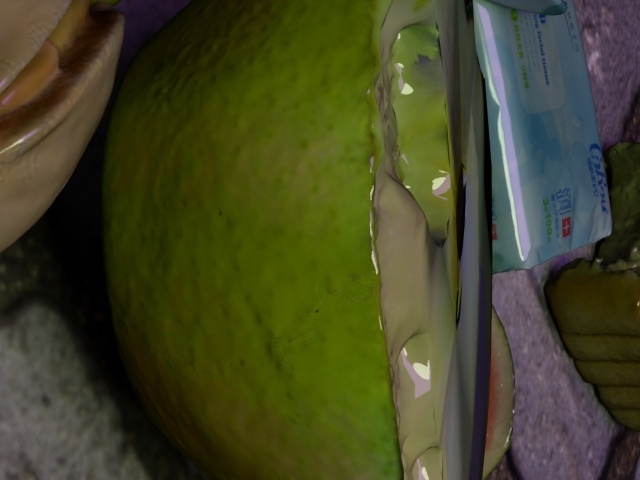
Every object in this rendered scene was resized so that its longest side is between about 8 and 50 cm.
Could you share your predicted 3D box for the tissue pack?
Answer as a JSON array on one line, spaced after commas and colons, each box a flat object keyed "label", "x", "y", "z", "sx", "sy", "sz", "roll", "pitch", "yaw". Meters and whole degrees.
[{"label": "tissue pack", "x": 0.159, "y": -0.113, "z": 0.964, "sx": 0.177, "sy": 0.089, "sz": 0.263, "roll": -17, "pitch": 100, "yaw": -50}]

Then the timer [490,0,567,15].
[{"label": "timer", "x": 0.075, "y": -0.237, "z": 0.793, "sx": 0.255, "sy": 0.175, "sz": 0.175, "roll": -12, "pitch": 96, "yaw": -25}]

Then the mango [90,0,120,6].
[{"label": "mango", "x": -0.140, "y": -0.180, "z": 0.647, "sx": 0.073, "sy": 0.056, "sz": 0.108, "roll": -10, "pitch": 82, "yaw": -54}]

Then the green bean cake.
[{"label": "green bean cake", "x": 0.339, "y": 0.043, "z": 1.131, "sx": 0.233, "sy": 0.124, "sz": 0.236, "roll": 55, "pitch": 49, "yaw": -30}]

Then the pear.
[{"label": "pear", "x": -0.004, "y": 0.003, "z": 0.651, "sx": 0.399, "sy": 0.165, "sz": 0.399, "roll": 0, "pitch": 90, "yaw": -76}]

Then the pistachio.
[{"label": "pistachio", "x": -0.166, "y": -0.069, "z": 0.527, "sx": 0.126, "sy": 0.152, "sz": 0.223, "roll": 57, "pitch": 41, "yaw": -29}]

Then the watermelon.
[{"label": "watermelon", "x": 0.082, "y": 0.092, "z": 0.883, "sx": 0.119, "sy": 0.063, "sz": 0.245, "roll": -36, "pitch": 114, "yaw": -31}]
